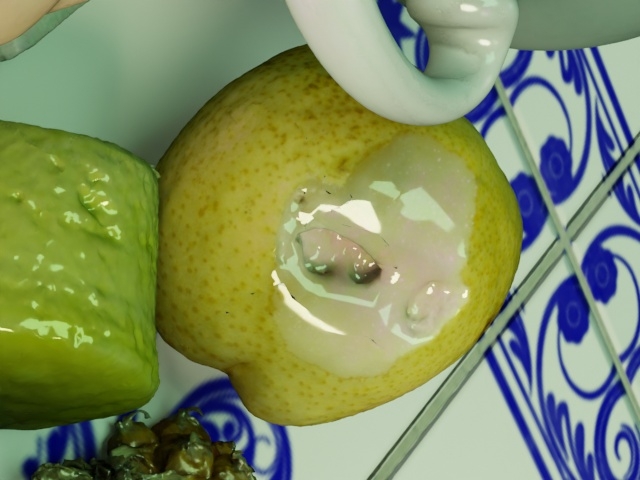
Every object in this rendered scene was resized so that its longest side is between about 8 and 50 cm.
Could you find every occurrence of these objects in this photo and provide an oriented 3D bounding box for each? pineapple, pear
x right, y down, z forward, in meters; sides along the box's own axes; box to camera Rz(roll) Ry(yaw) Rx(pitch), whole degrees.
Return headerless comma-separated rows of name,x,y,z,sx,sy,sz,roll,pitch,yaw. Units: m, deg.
pineapple,-0.085,0.122,0.647,0.114,0.077,0.114,25,33,-32
pear,0.000,0.000,0.662,0.178,0.178,0.178,6,82,-47

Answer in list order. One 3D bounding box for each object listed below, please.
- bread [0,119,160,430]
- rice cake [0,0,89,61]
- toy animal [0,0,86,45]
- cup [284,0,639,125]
bread,-0.121,0.016,0.581,0.129,0.111,0.114,25,60,-48
rice cake,-0.094,-0.170,0.668,0.222,0.042,0.080,-49,122,-37
toy animal,-0.136,-0.161,0.464,0.154,0.250,0.166,-22,69,-19
cup,0.076,-0.200,0.594,0.356,0.259,0.274,-67,148,-25
